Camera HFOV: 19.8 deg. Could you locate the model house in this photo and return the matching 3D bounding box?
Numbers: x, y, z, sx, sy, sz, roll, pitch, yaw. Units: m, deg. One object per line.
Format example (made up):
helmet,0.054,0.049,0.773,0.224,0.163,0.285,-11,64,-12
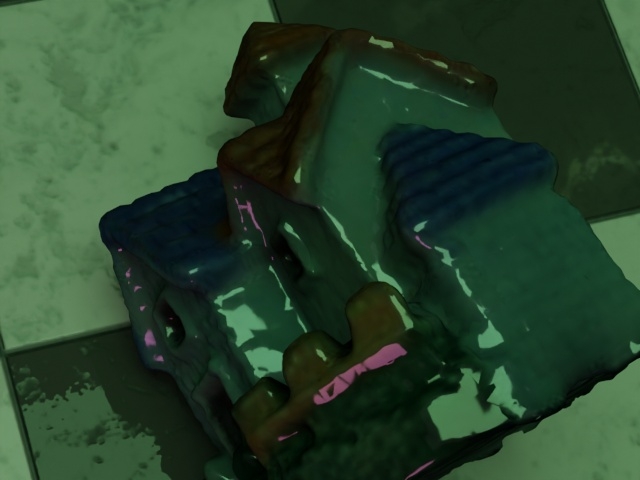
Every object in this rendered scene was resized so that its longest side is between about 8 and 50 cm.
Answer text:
model house,0.000,0.000,1.099,0.251,0.295,0.329,-22,77,-24
